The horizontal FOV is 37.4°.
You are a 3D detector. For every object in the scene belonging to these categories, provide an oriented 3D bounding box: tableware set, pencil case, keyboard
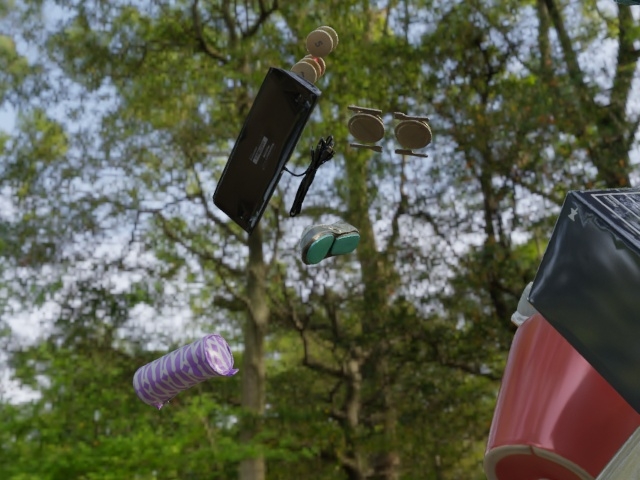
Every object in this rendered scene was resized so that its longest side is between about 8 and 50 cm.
[{"bbox_3d":[0.159,-0.255,2.139,0.194,0.039,0.128,10,-39,12],"label":"tableware set"},{"bbox_3d":[-0.253,0.243,1.738,0.206,0.088,0.086,-28,1,32],"label":"pencil case"},{"bbox_3d":[-0.077,-0.146,1.751,0.033,0.201,0.317,-14,-42,-54],"label":"keyboard"}]

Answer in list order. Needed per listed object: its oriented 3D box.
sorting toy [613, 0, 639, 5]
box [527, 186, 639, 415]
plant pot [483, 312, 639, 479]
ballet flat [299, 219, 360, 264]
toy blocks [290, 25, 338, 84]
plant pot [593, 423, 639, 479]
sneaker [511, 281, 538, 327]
[{"bbox_3d":[0.486,-0.345,1.322,0.347,0.047,0.196,6,11,-32],"label":"sorting toy"},{"bbox_3d":[0.466,0.077,1.144,0.294,0.296,0.183,-3,-56,-28],"label":"box"},{"bbox_3d":[0.382,0.283,1.444,0.275,0.243,0.275,21,-39,18],"label":"plant pot"},{"bbox_3d":[0.000,0.000,1.709,0.213,0.068,0.072,-9,-51,-63],"label":"ballet flat"},{"bbox_3d":[-0.005,-0.371,1.880,0.054,0.148,0.123,30,-68,0],"label":"toy blocks"},{"bbox_3d":[0.283,0.258,0.709,0.256,0.274,0.256,24,-7,3],"label":"plant pot"},{"bbox_3d":[0.576,0.170,2.151,0.262,0.121,0.099,14,13,0],"label":"sneaker"}]
